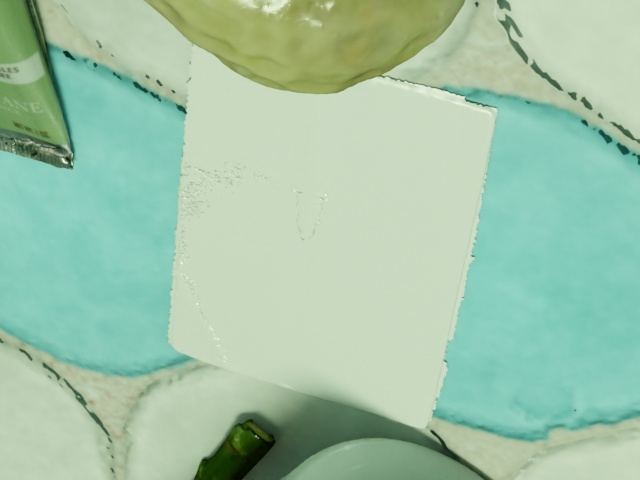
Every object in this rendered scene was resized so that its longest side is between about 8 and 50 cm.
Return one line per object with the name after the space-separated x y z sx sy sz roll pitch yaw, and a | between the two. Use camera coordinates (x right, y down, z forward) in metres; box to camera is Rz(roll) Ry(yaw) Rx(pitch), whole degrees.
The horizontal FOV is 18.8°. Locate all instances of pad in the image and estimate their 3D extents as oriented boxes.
0.000 0.000 0.979 0.156 0.004 0.232 17 134 9 | pad

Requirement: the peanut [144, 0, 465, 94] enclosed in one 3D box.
-0.075 -0.172 0.771 0.291 0.143 0.159 37 168 -18 | peanut

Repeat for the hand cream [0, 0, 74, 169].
-0.171 -0.121 0.915 0.086 0.055 0.235 15 141 14 | hand cream

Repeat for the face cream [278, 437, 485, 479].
0.007 0.235 1.046 0.201 0.201 0.187 36 133 -10 | face cream

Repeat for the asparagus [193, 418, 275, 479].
-0.056 0.133 1.109 0.025 0.021 0.108 35 134 -4 | asparagus
